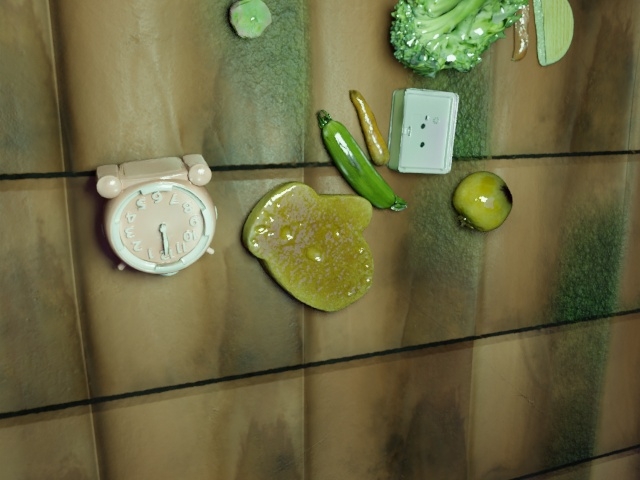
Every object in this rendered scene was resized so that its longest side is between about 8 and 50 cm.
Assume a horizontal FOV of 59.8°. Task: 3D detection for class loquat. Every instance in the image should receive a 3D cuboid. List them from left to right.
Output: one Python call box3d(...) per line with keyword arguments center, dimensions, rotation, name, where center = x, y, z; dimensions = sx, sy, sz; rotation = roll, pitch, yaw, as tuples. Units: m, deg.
box3d(center=(0.406, -0.097, 1.395), dimensions=(0.163, 0.137, 0.163), rotation=(-17, 124, -28), name="loquat")

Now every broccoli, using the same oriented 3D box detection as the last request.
box3d(center=(0.290, -0.530, 1.187), dimensions=(0.375, 0.302, 0.249), rotation=(-38, 74, -4), name="broccoli")

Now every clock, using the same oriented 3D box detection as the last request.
box3d(center=(-0.328, -0.045, 1.142), dimensions=(0.226, 0.142, 0.242), rotation=(-11, 115, -17), name="clock")
box3d(center=(0.243, -0.259, 1.331), dimensions=(0.146, 0.071, 0.192), rotation=(-1, 102, -20), name="clock")

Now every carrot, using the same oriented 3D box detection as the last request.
box3d(center=(0.113, -0.263, 1.298), dimensions=(0.047, 0.047, 0.191), rotation=(-29, 109, -12), name="carrot")

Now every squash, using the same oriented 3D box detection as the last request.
box3d(center=(0.091, -0.166, 1.294), dimensions=(0.080, 0.071, 0.318), rotation=(-48, 114, -10), name="squash")

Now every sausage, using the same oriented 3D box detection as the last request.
box3d(center=(0.498, -0.528, 1.385), dimensions=(0.036, 0.041, 0.158), rotation=(-26, 118, -54), name="sausage")

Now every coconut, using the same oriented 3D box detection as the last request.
box3d(center=(-0.145, -0.455, 1.139), dimensions=(0.083, 0.081, 0.082), rotation=(26, 105, -32), name="coconut")

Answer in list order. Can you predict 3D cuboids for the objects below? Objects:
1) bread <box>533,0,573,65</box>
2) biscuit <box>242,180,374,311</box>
box3d(center=(0.594, -0.549, 1.416), dimensions=(0.112, 0.036, 0.193), rotation=(-15, 104, -22), name="bread")
box3d(center=(-0.001, -0.001, 1.307), dimensions=(0.343, 0.057, 0.287), rotation=(43, 86, -23), name="biscuit")
